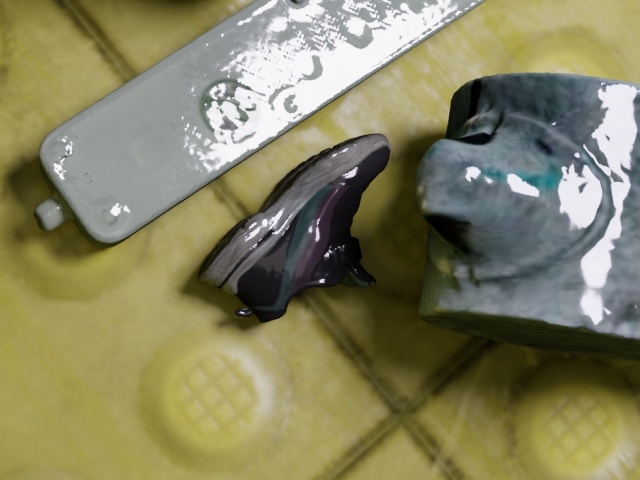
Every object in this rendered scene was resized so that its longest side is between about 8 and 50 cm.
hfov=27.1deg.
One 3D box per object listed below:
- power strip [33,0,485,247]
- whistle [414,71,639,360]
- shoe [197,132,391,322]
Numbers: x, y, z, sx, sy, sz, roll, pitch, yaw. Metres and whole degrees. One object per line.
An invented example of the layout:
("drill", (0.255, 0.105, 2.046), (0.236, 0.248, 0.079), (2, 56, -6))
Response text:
("power strip", (-0.041, -0.119, 0.952), (0.385, 0.062, 0.091), (-35, 93, -14))
("whistle", (0.242, 0.001, 0.937), (0.405, 0.188, 0.168), (11, 82, -12))
("shoe", (0.000, 0.000, 0.947), (0.169, 0.071, 0.099), (-42, 97, -9))
